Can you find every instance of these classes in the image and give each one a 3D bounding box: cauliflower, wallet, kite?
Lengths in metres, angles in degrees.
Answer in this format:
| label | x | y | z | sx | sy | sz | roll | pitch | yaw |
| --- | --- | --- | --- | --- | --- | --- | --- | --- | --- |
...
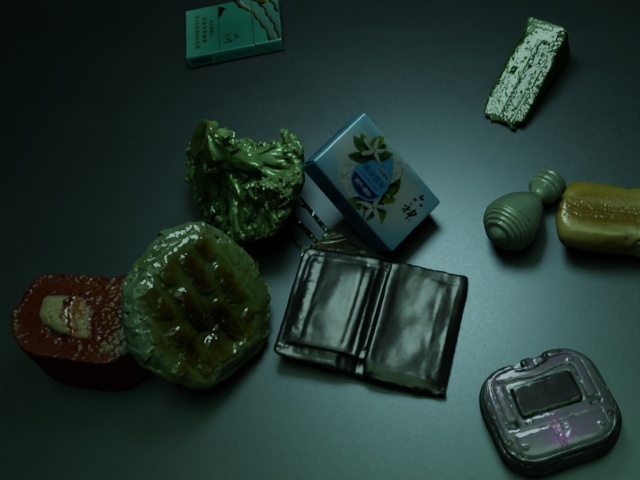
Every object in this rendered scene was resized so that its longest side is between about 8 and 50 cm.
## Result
| label | x | y | z | sx | sy | sz | roll | pitch | yaw |
| --- | --- | --- | --- | --- | --- | --- | --- | --- | --- |
| cauliflower | -0.167 | -0.129 | 1.677 | 0.275 | 0.250 | 0.272 | -13 | 53 | 26 |
| wallet | 0.092 | 0.142 | 1.581 | 0.323 | 0.041 | 0.247 | 10 | 62 | 14 |
| kite | 0.000 | 0.001 | 1.706 | 0.127 | 0.016 | 0.229 | -30 | 61 | -11 |

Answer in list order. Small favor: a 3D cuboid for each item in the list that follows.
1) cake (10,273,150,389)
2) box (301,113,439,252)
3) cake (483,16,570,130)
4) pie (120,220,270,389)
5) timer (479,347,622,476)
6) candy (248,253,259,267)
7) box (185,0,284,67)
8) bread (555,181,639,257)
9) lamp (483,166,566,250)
| label | x | y | z | sx | sy | sz | roll | pitch | yaw |
| --- | --- | --- | --- | --- | --- | --- | --- | --- | --- |
| cake | -0.433 | 0.172 | 1.612 | 0.283 | 0.151 | 0.176 | 3 | 56 | 8 |
| box | 0.096 | -0.107 | 1.636 | 0.142 | 0.083 | 0.232 | -45 | 100 | -16 |
| cake | 0.424 | -0.349 | 1.779 | 0.100 | 0.099 | 0.235 | 27 | 69 | 27 |
| pie | -0.219 | 0.120 | 1.556 | 0.307 | 0.071 | 0.306 | 5 | 78 | -23 |
| timer | 0.377 | 0.280 | 1.421 | 0.209 | 0.069 | 0.190 | -21 | 54 | 0 |
| candy | -0.183 | 0.100 | 1.665 | 0.053 | 0.046 | 0.182 | 31 | 64 | 30 |
| box | -0.204 | -0.499 | 2.037 | 0.229 | 0.041 | 0.162 | -10 | 58 | 6 |
| bread | 0.519 | -0.035 | 1.572 | 0.173 | 0.085 | 0.134 | 9 | 65 | 16 |
| lamp | 0.385 | -0.059 | 1.613 | 0.106 | 0.106 | 0.193 | 36 | 63 | 28 |
